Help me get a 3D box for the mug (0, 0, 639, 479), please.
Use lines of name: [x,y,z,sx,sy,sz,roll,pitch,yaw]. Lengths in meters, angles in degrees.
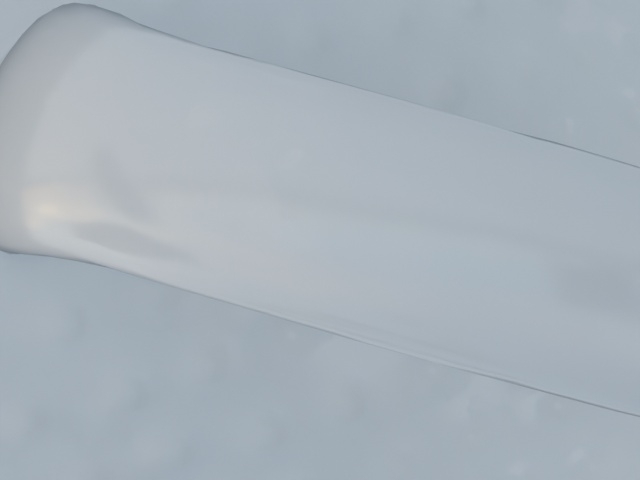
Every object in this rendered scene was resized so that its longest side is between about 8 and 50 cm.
mug: [0.000,0.000,0.533,0.328,0.276,0.374,19,177,-14]
